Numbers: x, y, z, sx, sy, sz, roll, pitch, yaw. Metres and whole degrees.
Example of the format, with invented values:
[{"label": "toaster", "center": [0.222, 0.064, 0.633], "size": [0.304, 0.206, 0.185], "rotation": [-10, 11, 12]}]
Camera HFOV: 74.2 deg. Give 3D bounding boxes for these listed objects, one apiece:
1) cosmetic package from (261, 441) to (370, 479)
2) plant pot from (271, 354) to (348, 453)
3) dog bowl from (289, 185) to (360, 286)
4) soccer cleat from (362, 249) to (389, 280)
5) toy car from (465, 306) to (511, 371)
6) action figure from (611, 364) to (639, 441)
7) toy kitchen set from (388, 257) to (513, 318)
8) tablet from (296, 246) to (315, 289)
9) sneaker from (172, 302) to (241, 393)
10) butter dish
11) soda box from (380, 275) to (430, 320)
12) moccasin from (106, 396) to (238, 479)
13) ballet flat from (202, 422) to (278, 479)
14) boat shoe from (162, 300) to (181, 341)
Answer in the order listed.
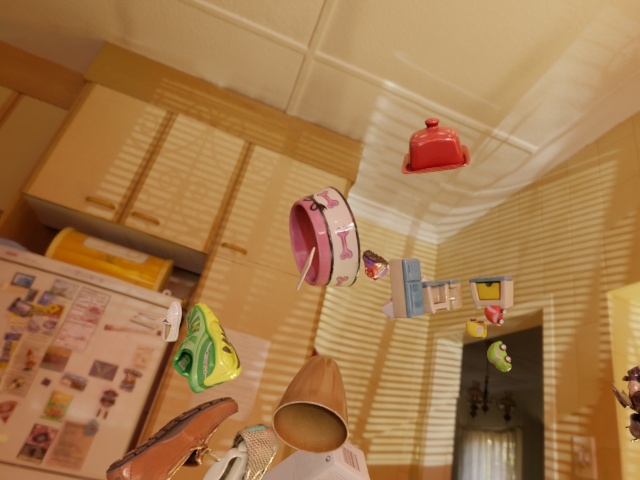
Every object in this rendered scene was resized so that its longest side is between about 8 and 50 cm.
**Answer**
[{"label": "cosmetic package", "center": [-0.051, 0.987, 1.708], "size": [0.453, 0.161, 0.230], "rotation": [-39, -64, 12]}, {"label": "plant pot", "center": [-0.013, 0.510, 1.384], "size": [0.238, 0.254, 0.236], "rotation": [5, -62, 8]}, {"label": "dog bowl", "center": [0.000, 0.000, 1.664], "size": [0.151, 0.407, 0.408], "rotation": [-11, -19, -20]}, {"label": "soccer cleat", "center": [0.247, 0.124, 1.952], "size": [0.109, 0.116, 0.318], "rotation": [40, 6, 22]}, {"label": "toy car", "center": [0.581, 0.336, 1.447], "size": [0.053, 0.224, 0.239], "rotation": [-2, -33, -15]}, {"label": "action figure", "center": [0.635, 0.251, 0.727], "size": [0.099, 0.185, 0.284], "rotation": [21, -70, -24]}, {"label": "toy kitchen set", "center": [0.275, 0.089, 0.882], "size": [0.207, 0.122, 0.166], "rotation": [-1, -6, -42]}, {"label": "tablet", "center": [-0.030, 0.057, 0.857], "size": [0.006, 0.054, 0.083], "rotation": [22, -51, -5]}, {"label": "sneaker", "center": [-0.265, 0.224, 0.915], "size": [0.296, 0.124, 0.109], "rotation": [24, -39, 64]}, {"label": "butter dish", "center": [0.276, -0.239, 1.029], "size": [0.160, 0.159, 0.118], "rotation": [-5, -61, 18]}, {"label": "soda box", "center": [0.341, 0.228, 1.659], "size": [0.069, 0.074, 0.216], "rotation": [49, -56, 1]}, {"label": "moccasin", "center": [-0.350, 0.538, 1.102], "size": [0.139, 0.146, 0.380], "rotation": [-30, -4, 27]}, {"label": "ballet flat", "center": [-0.298, 0.762, 1.254], "size": [0.182, 0.482, 0.164], "rotation": [25, 1, -45]}, {"label": "boat shoe", "center": [-0.369, 0.199, 1.042], "size": [0.035, 0.100, 0.035], "rotation": [2, -8, 30]}]
